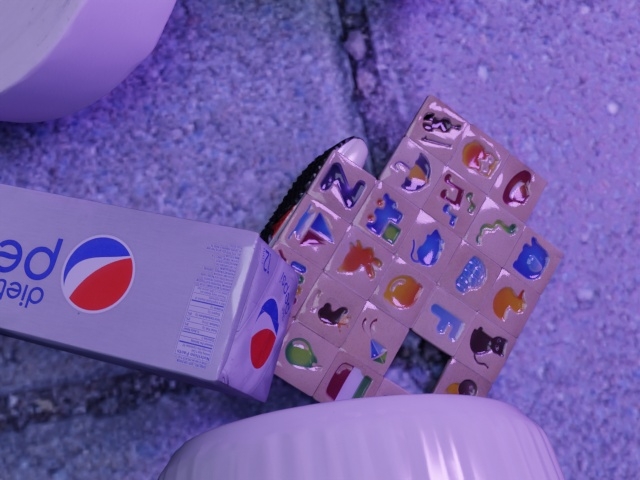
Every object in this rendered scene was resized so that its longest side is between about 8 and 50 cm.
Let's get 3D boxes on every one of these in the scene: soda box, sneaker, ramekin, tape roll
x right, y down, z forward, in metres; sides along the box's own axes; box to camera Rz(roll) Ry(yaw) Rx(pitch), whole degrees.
[{"bbox_3d":[-0.166,0.025,0.556,0.286,0.098,0.091,11,76,17],"label":"soda box"},{"bbox_3d":[0.000,0.000,0.637,0.075,0.057,0.161,37,75,-13],"label":"sneaker"},{"bbox_3d":[0.023,0.178,0.492,0.273,0.273,0.127,-5,65,-4],"label":"ramekin"},{"bbox_3d":[-0.235,-0.226,0.588,0.286,0.100,0.286,2,95,20],"label":"tape roll"}]

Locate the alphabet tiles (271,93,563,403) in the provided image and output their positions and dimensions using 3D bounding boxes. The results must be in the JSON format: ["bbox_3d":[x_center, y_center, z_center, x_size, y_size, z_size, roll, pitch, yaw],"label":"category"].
[{"bbox_3d":[0.069,0.021,0.622,0.198,0.009,0.237,34,77,-13],"label":"alphabet tiles"}]
